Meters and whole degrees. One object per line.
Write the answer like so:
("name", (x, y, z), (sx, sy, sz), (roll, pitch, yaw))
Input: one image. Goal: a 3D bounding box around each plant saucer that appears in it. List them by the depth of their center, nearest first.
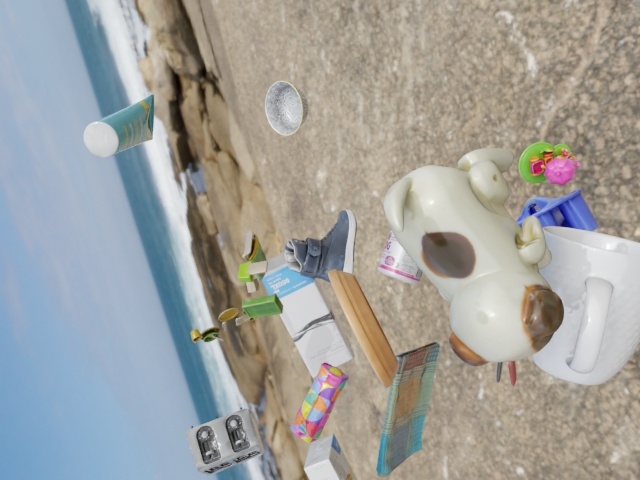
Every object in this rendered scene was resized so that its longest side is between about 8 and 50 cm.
("plant saucer", (0.071, 0.130, 0.873), (0.200, 0.037, 0.200), (62, -177, -6))

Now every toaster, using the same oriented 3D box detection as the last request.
("toaster", (-0.244, 0.524, 1.456), (0.186, 0.168, 0.110), (90, 160, -63))

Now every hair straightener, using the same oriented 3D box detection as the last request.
("hair straightener", (0.465, 0.300, 1.480), (0.089, 0.047, 0.230), (5, 137, 29))

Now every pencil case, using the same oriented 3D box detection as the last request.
("pencil case", (-0.004, 0.484, 1.669), (0.236, 0.104, 0.104), (-63, 28, 5))

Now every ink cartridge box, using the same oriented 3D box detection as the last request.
("ink cartridge box", (0.048, 0.663, 1.513), (0.231, 0.078, 0.134), (63, -169, -6))
("ink cartridge box", (-0.048, 0.237, 1.973), (0.395, 0.166, 0.285), (63, -179, -9))

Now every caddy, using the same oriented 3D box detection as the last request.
("caddy", (0.721, -0.060, 1.802), (0.179, 0.241, 0.341), (60, 178, 7))

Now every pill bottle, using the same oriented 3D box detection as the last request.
("pill bottle", (0.325, 0.005, 2.031), (0.160, 0.160, 0.283), (21, 92, 68))

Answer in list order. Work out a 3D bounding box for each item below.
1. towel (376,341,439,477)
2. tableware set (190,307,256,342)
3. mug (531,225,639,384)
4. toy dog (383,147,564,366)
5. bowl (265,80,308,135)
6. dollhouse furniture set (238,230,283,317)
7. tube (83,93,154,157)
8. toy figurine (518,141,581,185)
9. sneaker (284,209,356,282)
("towel", (0.271, 0.507, 1.707), (0.040, 0.271, 0.370), (14, 99, 34))
("tableware set", (-0.204, 0.182, 1.205), (0.024, 0.154, 0.104), (60, 159, 26))
("mug", (0.611, 0.165, 1.289), (0.374, 0.276, 0.328), (-22, -57, -66))
("toy dog", (0.325, 0.040, 1.126), (0.284, 0.395, 0.408), (-33, 70, 26))
("bowl", (-0.092, -0.427, 1.797), (0.170, 0.080, 0.170), (18, 117, 38))
("dollhouse furniture set", (-0.093, 0.053, 0.935), (0.076, 0.058, 0.152), (66, -162, -44))
("tube", (-0.307, -0.181, 0.897), (0.207, 0.052, 0.080), (-78, 2, -68))
("toy figurine", (0.704, -0.219, 1.655), (0.159, 0.173, 0.130), (-117, 10, -67))
("sneaker", (0.000, -0.001, 1.352), (0.086, 0.163, 0.226), (106, 173, -48))
